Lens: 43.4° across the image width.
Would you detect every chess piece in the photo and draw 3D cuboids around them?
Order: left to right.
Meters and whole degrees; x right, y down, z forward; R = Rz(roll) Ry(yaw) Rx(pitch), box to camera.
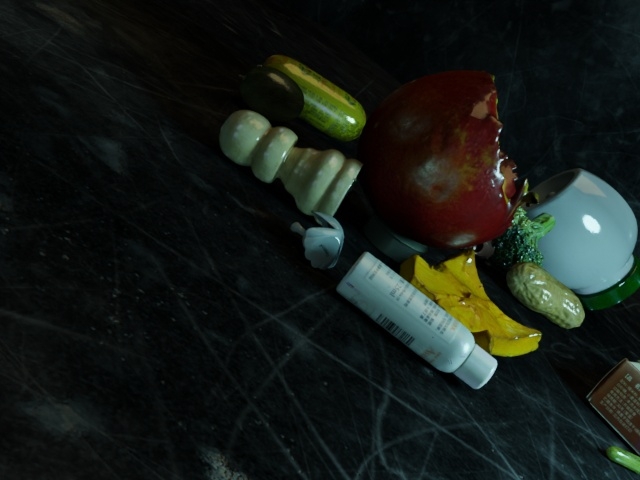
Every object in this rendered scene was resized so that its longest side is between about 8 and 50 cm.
[{"bbox_3d":[-0.065,-0.141,1.462,0.261,0.142,0.142,29,18,1],"label":"chess piece"}]

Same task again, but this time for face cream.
[{"bbox_3d":[0.151,0.127,1.234,0.269,0.082,0.082,38,18,5],"label":"face cream"},{"bbox_3d":[0.723,-0.002,2.241,0.357,0.313,0.219,53,13,-14],"label":"face cream"}]

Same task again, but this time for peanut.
[{"bbox_3d":[0.535,0.134,1.910,0.226,0.095,0.108,35,33,-16],"label":"peanut"}]

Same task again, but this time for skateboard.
[{"bbox_3d":[0.371,0.002,2.000,0.151,0.067,0.080,26,11,-19],"label":"skateboard"}]

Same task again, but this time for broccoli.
[{"bbox_3d":[0.522,-0.011,2.065,0.194,0.194,0.220,24,0,-34],"label":"broccoli"}]

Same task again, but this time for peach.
[{"bbox_3d":[0.228,-0.148,1.540,0.406,0.310,0.334,-57,130,-74],"label":"peach"}]

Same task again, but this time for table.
[{"bbox_3d":[0.150,-0.003,1.620,0.134,0.043,0.133,33,18,-12],"label":"table"}]

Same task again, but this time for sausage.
[{"bbox_3d":[-0.017,-0.366,2.087,0.347,0.123,0.123,29,19,-19],"label":"sausage"}]

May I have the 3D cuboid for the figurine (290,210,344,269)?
[{"bbox_3d":[0.000,0.000,1.310,0.094,0.082,0.086,56,-9,-28],"label":"figurine"}]

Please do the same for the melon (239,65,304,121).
[{"bbox_3d":[-0.115,-0.340,1.856,0.167,0.114,0.114,29,19,-22],"label":"melon"}]

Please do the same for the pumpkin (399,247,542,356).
[{"bbox_3d":[0.256,0.118,1.431,0.258,0.095,0.290,50,25,25],"label":"pumpkin"}]

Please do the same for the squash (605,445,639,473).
[{"bbox_3d":[0.525,0.376,1.387,0.083,0.027,0.027,28,20,-23],"label":"squash"}]

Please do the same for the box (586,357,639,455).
[{"bbox_3d":[0.749,0.409,1.561,0.345,0.122,0.385,14,28,-50],"label":"box"}]
